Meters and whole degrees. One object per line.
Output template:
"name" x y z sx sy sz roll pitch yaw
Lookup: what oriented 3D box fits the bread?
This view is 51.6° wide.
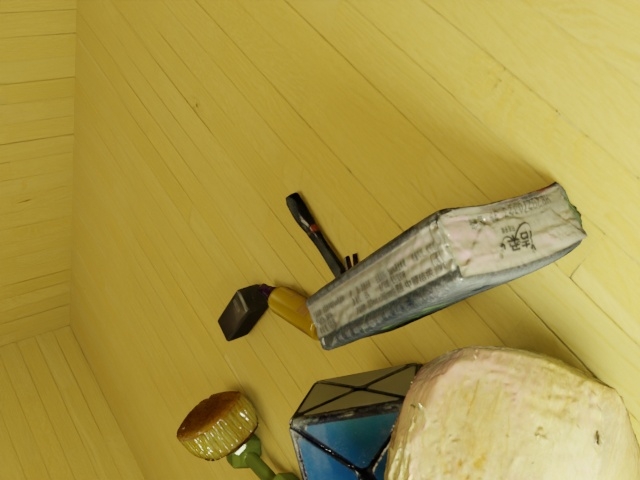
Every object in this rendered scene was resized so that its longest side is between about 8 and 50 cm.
"bread" -0.325 0.579 2.088 0.253 0.227 0.142 -15 115 52

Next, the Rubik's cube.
"Rubik's cube" 0.108 0.412 1.312 0.260 0.255 0.259 -11 95 13

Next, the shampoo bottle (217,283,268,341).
"shampoo bottle" -0.232 0.220 1.935 0.080 0.079 0.246 62 144 19

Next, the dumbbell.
"dumbbell" -0.180 0.712 2.048 0.302 0.108 0.121 30 127 46

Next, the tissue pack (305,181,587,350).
"tissue pack" 0.188 0.052 1.086 0.394 0.288 0.124 -37 73 55

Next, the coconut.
"coconut" 0.296 0.328 1.012 0.404 0.405 0.404 27 125 47

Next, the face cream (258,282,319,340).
"face cream" -0.074 0.169 1.692 0.273 0.078 0.078 25 124 47

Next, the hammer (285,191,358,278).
"hammer" 0.000 0.000 1.550 0.290 0.037 0.137 58 144 21
